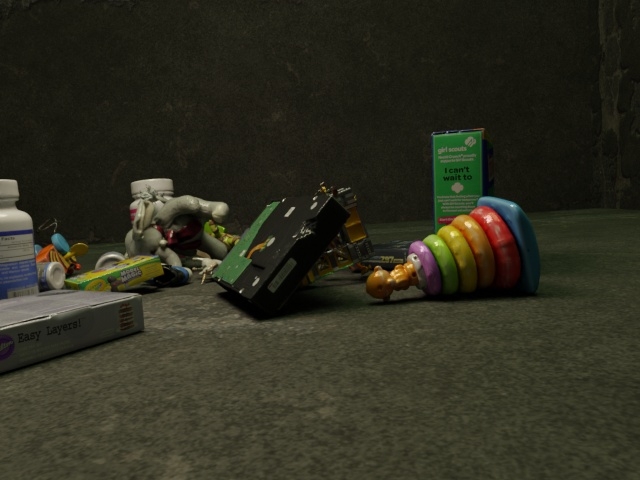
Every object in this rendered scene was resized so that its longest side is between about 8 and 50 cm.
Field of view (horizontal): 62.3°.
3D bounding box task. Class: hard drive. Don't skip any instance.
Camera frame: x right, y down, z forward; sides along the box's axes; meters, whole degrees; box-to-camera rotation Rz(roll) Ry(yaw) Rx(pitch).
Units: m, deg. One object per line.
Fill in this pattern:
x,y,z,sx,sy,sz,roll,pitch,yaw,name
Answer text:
-0.095,0.018,1.064,0.237,0.064,0.339,-52,21,-14,hard drive

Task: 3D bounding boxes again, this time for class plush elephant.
-0.456,-0.007,1.570,0.330,0.255,0.272,27,-39,1,plush elephant

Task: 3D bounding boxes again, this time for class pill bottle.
-0.571,0.076,1.456,0.087,0.087,0.160,-6,5,-21,pill bottle
-0.545,-0.055,1.765,0.160,0.283,0.160,-7,1,0,pill bottle
-0.760,0.098,1.402,0.137,0.078,0.078,-4,5,4,pill bottle
-0.626,0.024,1.006,0.152,0.272,0.152,-4,4,0,pill bottle

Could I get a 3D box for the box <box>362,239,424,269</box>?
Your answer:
0.231,0.035,1.421,0.183,0.059,0.232,1,7,37,box

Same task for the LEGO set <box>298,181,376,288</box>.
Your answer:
-0.016,-0.029,1.272,0.254,0.192,0.331,-21,8,3,LEGO set

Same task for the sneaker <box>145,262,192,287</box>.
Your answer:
-0.414,0.087,1.352,0.152,0.058,0.084,4,-2,17,sneaker

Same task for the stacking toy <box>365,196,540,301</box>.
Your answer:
0.223,0.044,0.971,0.301,0.175,0.166,-19,12,-6,stacking toy

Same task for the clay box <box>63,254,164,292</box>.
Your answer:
-0.498,0.091,1.242,0.222,0.053,0.127,-21,13,-38,clay box

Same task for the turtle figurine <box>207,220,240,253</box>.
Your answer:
-0.307,-0.001,1.765,0.217,0.270,0.087,15,56,37,turtle figurine

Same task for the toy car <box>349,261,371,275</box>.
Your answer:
0.090,0.058,1.314,0.040,0.060,0.122,-36,-1,-2,toy car

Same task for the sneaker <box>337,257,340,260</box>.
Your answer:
0.061,0.041,1.638,0.031,0.035,0.083,-5,5,-15,sneaker

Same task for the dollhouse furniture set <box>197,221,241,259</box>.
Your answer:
-0.419,0.028,2.051,0.197,0.151,0.301,18,-7,14,dollhouse furniture set

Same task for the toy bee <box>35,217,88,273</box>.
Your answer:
-0.825,0.053,1.694,0.195,0.162,0.298,-18,33,14,toy bee

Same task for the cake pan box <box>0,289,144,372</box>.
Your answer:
-0.457,0.131,0.823,0.245,0.070,0.266,-4,4,32,cake pan box

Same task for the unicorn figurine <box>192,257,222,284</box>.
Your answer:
-0.292,0.072,1.421,0.111,0.060,0.162,-1,6,39,unicorn figurine

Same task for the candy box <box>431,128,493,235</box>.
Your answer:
0.340,-0.087,1.232,0.122,0.317,0.268,-2,5,23,candy box
